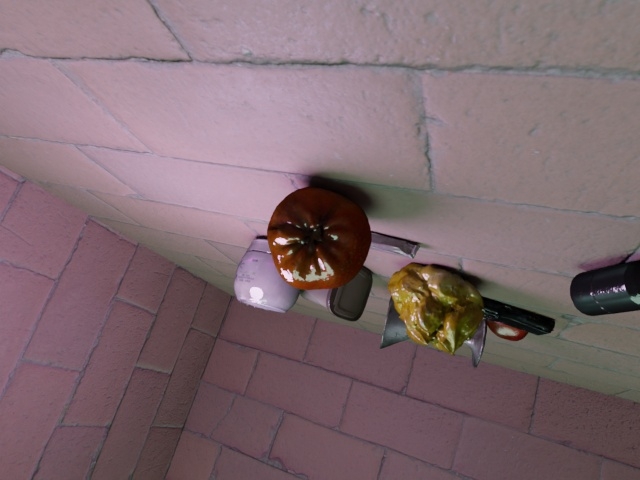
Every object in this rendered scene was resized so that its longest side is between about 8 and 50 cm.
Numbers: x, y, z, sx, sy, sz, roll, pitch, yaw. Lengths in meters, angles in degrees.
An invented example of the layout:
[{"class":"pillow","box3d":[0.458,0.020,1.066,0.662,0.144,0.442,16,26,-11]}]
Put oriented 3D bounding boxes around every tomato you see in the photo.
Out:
[{"class":"tomato","box3d":[0.769,0.367,1.878,0.174,0.082,0.166,11,164,23]}]

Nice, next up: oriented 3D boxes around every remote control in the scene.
[{"class":"remote control","box3d":[0.677,0.280,1.731,0.398,0.062,0.145,17,163,3]}]

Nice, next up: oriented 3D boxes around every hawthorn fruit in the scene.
[{"class":"hawthorn fruit","box3d":[0.000,0.000,1.229,0.276,0.277,0.298,14,-177,12]}]

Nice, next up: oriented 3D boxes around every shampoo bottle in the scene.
[{"class":"shampoo bottle","box3d":[-0.206,0.144,1.854,0.272,0.267,0.273,12,165,3]}]

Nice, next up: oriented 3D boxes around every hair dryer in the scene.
[{"class":"hair dryer","box3d":[0.809,0.126,1.082,0.302,0.116,0.244,10,165,-13]}]

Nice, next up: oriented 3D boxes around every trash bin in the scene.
[{"class":"trash bin","box3d":[0.056,0.193,1.861,0.219,0.220,0.250,28,168,-35]}]

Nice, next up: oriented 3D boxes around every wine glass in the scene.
[{"class":"wine glass","box3d":[0.468,0.378,1.905,0.405,0.268,0.267,13,163,15]}]

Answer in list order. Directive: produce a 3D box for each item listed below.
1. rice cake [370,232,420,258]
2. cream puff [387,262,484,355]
[{"class":"rice cake","box3d":[0.170,0.007,1.405,0.269,0.056,0.049,12,167,13]},{"class":"cream puff","box3d":[0.380,0.245,1.569,0.324,0.257,0.291,27,154,-9]}]
